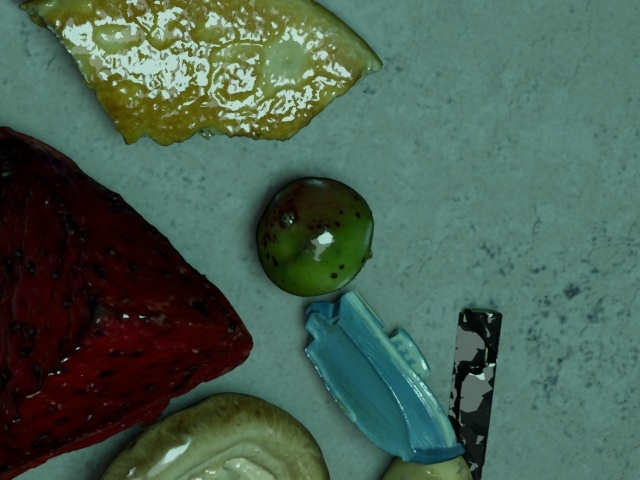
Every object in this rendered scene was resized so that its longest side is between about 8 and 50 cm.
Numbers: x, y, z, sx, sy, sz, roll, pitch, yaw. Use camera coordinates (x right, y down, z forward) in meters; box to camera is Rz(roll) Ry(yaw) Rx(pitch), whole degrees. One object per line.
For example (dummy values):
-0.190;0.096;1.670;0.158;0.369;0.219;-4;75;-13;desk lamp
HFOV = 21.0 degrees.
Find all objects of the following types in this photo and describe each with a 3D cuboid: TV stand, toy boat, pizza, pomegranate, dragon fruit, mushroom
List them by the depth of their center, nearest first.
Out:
-0.115;-0.182;1.706;0.365;0.074;0.182;2;99;-13;pizza
-0.271;0.089;1.716;0.228;0.286;0.329;3;131;-51;dragon fruit
-0.005;-0.004;1.749;0.130;0.130;0.130;-2;101;-12;pomegranate
-0.104;0.289;1.765;0.278;0.146;0.278;-4;103;-19;mushroom
0.077;0.139;1.789;0.102;0.088;0.215;-28;77;-41;toy boat
0.160;0.194;1.856;0.036;0.042;0.249;2;101;-15;TV stand

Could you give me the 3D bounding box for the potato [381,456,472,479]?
0.098;0.332;1.806;0.128;0.161;0.235;13;108;-50;potato
